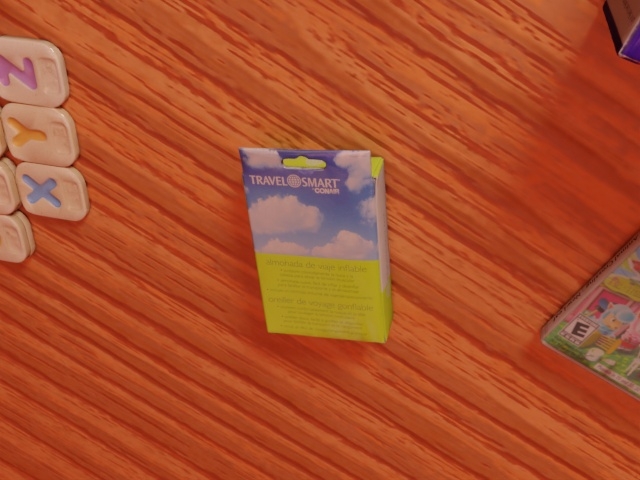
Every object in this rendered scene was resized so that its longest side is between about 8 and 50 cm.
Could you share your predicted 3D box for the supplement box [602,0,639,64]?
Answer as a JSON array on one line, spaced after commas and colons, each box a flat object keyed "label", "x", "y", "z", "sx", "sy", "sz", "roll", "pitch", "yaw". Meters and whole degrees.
[{"label": "supplement box", "x": 0.282, "y": -0.118, "z": 0.365, "sx": 0.220, "sy": 0.111, "sz": 0.113, "roll": 24, "pitch": 125, "yaw": 2}]

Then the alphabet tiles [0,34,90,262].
[{"label": "alphabet tiles", "x": -0.347, "y": -0.107, "z": 0.632, "sx": 0.278, "sy": 0.021, "sz": 0.284, "roll": 10, "pitch": 124, "yaw": 12}]

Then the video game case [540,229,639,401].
[{"label": "video game case", "x": 0.312, "y": 0.067, "z": 0.524, "sx": 0.213, "sy": 0.023, "sz": 0.193, "roll": 31, "pitch": 125, "yaw": -2}]

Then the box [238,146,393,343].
[{"label": "box", "x": 0.000, "y": 0.000, "z": 0.572, "sx": 0.109, "sy": 0.042, "sz": 0.178, "roll": 3, "pitch": 122, "yaw": 15}]
